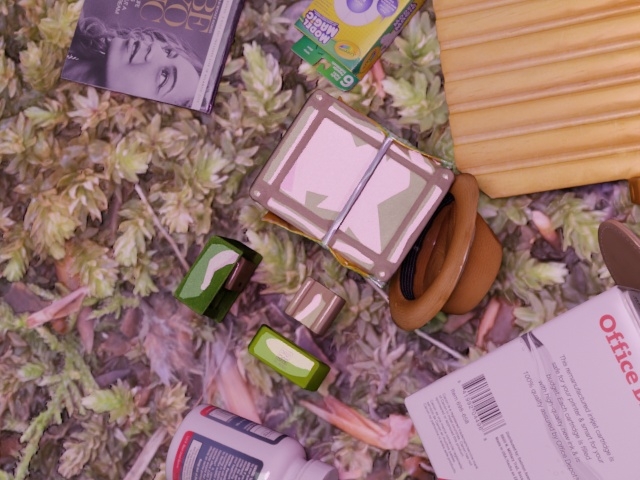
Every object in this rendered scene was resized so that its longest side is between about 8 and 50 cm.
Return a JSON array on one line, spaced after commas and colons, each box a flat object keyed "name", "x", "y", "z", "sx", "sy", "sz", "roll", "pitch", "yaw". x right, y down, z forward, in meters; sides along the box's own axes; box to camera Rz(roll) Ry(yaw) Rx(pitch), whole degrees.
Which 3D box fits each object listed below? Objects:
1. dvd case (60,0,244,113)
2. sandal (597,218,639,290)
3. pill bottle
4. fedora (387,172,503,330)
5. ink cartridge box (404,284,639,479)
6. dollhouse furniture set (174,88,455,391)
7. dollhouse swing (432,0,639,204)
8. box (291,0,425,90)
[{"name": "dvd case", "x": -0.217, "y": -0.264, "z": 1.735, "sx": 0.221, "sy": 0.018, "sz": 0.164, "roll": 15, "pitch": 86, "yaw": 21}, {"name": "sandal", "x": 0.398, "y": 0.063, "z": 1.450, "sx": 0.079, "sy": 0.088, "sz": 0.240, "roll": -30, "pitch": 77, "yaw": -21}, {"name": "pill bottle", "x": -0.077, "y": 0.267, "z": 1.547, "sx": 0.180, "sy": 0.108, "sz": 0.108, "roll": 19, "pitch": 87, "yaw": 21}, {"name": "fedora", "x": 0.149, "y": 0.020, "z": 1.511, "sx": 0.079, "sy": 0.194, "sz": 0.194, "roll": 24, "pitch": 89, "yaw": -19}, {"name": "ink cartridge box", "x": 0.257, "y": 0.195, "z": 1.416, "sx": 0.273, "sy": 0.114, "sz": 0.197, "roll": -31, "pitch": 72, "yaw": 24}, {"name": "dollhouse furniture set", "x": 0.000, "y": 0.000, "z": 1.562, "sx": 0.197, "sy": 0.151, "sz": 0.301, "roll": 33, "pitch": 89, "yaw": 8}, {"name": "dollhouse swing", "x": 0.265, "y": -0.203, "z": 1.395, "sx": 0.305, "sy": 0.315, "sz": 0.346, "roll": -7, "pitch": 92, "yaw": 11}, {"name": "box", "x": 0.048, "y": -0.278, "z": 1.633, "sx": 0.105, "sy": 0.043, "sz": 0.179, "roll": 41, "pitch": 97, "yaw": 21}]
